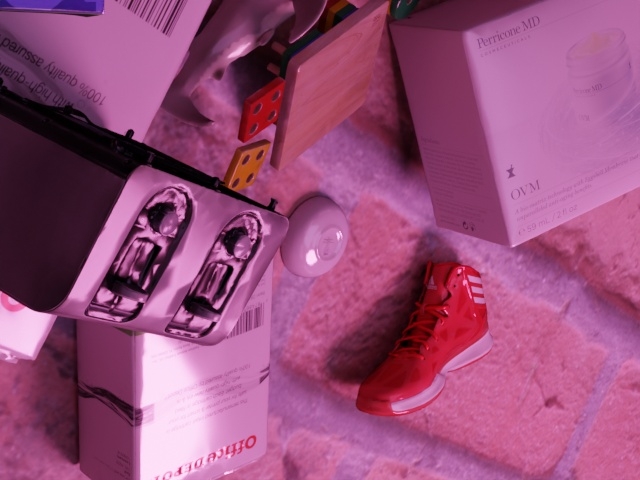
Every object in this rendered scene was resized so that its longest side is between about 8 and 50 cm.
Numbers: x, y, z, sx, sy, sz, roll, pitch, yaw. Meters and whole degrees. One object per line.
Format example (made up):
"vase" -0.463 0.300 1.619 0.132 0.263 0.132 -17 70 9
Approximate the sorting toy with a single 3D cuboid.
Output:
"sorting toy" -0.011 -0.146 1.284 0.274 0.046 0.132 -42 158 -36

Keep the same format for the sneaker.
"sneaker" 0.105 0.093 1.532 0.221 0.087 0.128 -33 121 -49

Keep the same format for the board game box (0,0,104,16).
"board game box" -0.274 -0.235 0.765 0.317 0.046 0.213 -1 97 -23

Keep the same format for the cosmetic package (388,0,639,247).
"cosmetic package" 0.216 -0.144 1.422 0.224 0.138 0.224 -25 110 -24

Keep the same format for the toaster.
"toaster" -0.143 -0.018 0.880 0.168 0.186 0.110 21 95 -58

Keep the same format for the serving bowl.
"serving bowl" 0.000 0.000 1.400 0.083 0.027 0.083 -23 124 -39

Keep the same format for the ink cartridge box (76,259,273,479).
"ink cartridge box" -0.129 0.104 1.257 0.160 0.093 0.219 -17 119 -42

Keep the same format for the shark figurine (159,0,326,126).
"shark figurine" -0.066 -0.214 1.205 0.278 0.166 0.116 -40 109 -5

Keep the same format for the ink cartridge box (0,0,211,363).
"ink cartridge box" -0.251 -0.151 0.952 0.285 0.166 0.395 30 84 -49
